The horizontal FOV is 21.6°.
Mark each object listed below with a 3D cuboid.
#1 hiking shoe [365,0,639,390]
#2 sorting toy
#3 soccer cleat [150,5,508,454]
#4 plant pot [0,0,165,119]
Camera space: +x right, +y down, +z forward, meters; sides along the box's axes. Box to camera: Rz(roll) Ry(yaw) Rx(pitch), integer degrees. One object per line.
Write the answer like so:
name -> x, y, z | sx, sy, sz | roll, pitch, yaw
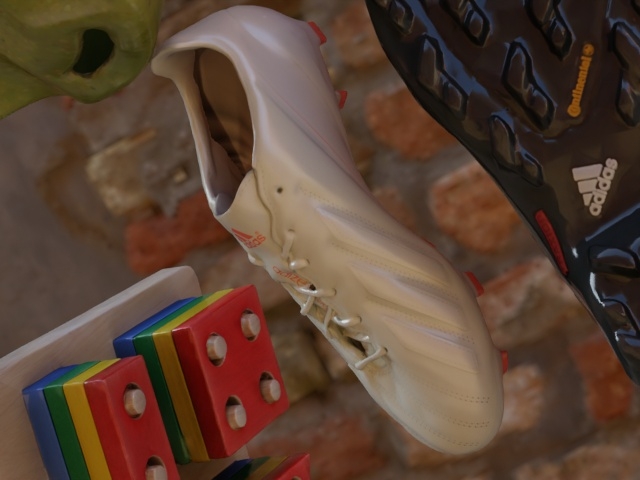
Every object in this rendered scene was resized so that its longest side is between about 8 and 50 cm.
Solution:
hiking shoe -> 0.101, -0.041, 0.621 | 0.113, 0.304, 0.132 | -26, -20, 6
sorting toy -> -0.091, 0.167, 1.060 | 0.089, 0.255, 0.257 | -10, 11, 28
soccer cleat -> 0.000, 0.000, 0.640 | 0.076, 0.196, 0.068 | -20, -13, -45
plant pot -> -0.141, -0.189, 0.607 | 0.276, 0.253, 0.276 | 3, -18, 1
